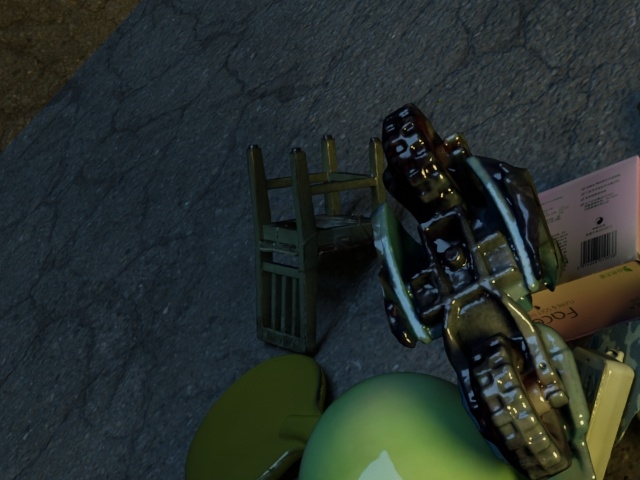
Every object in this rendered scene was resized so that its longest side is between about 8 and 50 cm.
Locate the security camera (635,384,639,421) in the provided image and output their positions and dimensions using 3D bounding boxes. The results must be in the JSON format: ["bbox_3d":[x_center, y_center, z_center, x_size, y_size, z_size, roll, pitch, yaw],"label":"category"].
[{"bbox_3d":[0.398,0.136,1.112,0.301,0.080,0.157,16,81,58],"label":"security camera"}]

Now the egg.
[{"bbox_3d":[0.087,0.242,1.257,0.220,0.220,0.269,-44,24,7],"label":"egg"}]

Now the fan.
[{"bbox_3d":[0.265,0.145,1.254,0.240,0.009,0.131,126,156,-54],"label":"fan"}]

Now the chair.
[{"bbox_3d":[0.000,0.000,1.755,0.136,0.147,0.270,8,105,57],"label":"chair"}]

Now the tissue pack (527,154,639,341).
[{"bbox_3d":[0.256,0.024,1.414,0.246,0.092,0.148,-23,41,36],"label":"tissue pack"}]

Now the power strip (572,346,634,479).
[{"bbox_3d":[0.240,0.191,1.224,0.081,0.035,0.192,-152,77,-75],"label":"power strip"}]

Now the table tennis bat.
[{"bbox_3d":[-0.042,0.232,1.604,0.369,0.054,0.224,-7,46,53],"label":"table tennis bat"}]

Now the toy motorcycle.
[{"bbox_3d":[0.165,0.055,1.232,0.172,0.232,0.416,-30,48,13],"label":"toy motorcycle"}]

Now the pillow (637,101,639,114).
[{"bbox_3d":[0.442,-0.167,1.448,0.203,0.038,0.113,-31,35,27],"label":"pillow"}]
